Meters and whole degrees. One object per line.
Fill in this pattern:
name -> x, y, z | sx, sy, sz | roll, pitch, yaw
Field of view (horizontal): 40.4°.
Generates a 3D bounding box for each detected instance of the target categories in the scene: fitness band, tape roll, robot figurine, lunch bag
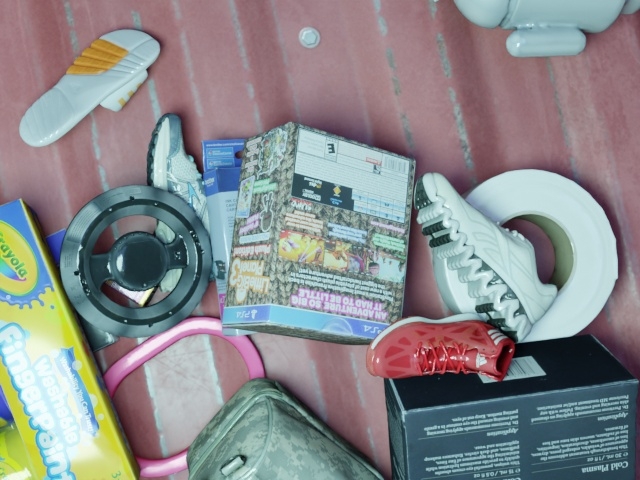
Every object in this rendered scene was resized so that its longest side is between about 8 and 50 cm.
fitness band -> -0.227, 0.250, 1.396 | 0.290, 0.054, 0.209 | -34, 90, -6
tape roll -> 0.331, 0.029, 1.420 | 0.286, 0.100, 0.286 | 0, 87, -4
robot figurine -> 0.357, -0.436, 1.392 | 0.353, 0.200, 0.300 | 2, 78, -4
lunch bag -> -0.041, 0.374, 1.272 | 0.305, 0.256, 0.212 | 44, 86, -16

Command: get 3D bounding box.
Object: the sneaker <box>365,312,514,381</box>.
sneaker -> 0.183, 0.159, 1.245 | 0.221, 0.128, 0.087 | -15, 108, -27

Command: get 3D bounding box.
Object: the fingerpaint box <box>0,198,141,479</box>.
fingerpaint box -> -0.515, 0.216, 1.257 | 0.371, 0.163, 0.445 | -22, 87, -11

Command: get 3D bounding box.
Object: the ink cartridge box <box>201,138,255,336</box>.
ink cartridge box -> -0.081, -0.014, 1.380 | 0.185, 0.065, 0.311 | -6, 85, -31

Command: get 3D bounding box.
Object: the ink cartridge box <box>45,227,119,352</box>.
ink cartridge box -> -0.461, 0.114, 1.391 | 0.206, 0.045, 0.208 | -26, 87, -5

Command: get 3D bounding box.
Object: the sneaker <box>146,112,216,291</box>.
sneaker -> -0.213, -0.062, 1.399 | 0.122, 0.110, 0.283 | -4, 95, -15

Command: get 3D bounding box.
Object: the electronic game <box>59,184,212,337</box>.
electronic game -> -0.273, 0.031, 1.303 | 0.229, 0.048, 0.229 | -1, 92, -26

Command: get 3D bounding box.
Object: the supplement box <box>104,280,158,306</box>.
supplement box -> -0.307, 0.068, 1.398 | 0.083, 0.055, 0.043 | 31, 84, -3

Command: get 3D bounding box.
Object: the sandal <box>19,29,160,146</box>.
sandal -> -0.367, -0.235, 1.397 | 0.102, 0.076, 0.265 | 39, 73, 22

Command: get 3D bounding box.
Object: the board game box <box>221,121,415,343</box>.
board game box -> 0.000, 0.000, 1.307 | 0.232, 0.141, 0.291 | 13, 77, -32

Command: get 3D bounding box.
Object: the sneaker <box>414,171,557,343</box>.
sneaker -> 0.248, 0.011, 1.321 | 0.118, 0.110, 0.292 | -37, 98, -12

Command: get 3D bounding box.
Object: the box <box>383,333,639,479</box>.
box -> 0.282, 0.335, 1.320 | 0.343, 0.179, 0.313 | -6, 106, -4
